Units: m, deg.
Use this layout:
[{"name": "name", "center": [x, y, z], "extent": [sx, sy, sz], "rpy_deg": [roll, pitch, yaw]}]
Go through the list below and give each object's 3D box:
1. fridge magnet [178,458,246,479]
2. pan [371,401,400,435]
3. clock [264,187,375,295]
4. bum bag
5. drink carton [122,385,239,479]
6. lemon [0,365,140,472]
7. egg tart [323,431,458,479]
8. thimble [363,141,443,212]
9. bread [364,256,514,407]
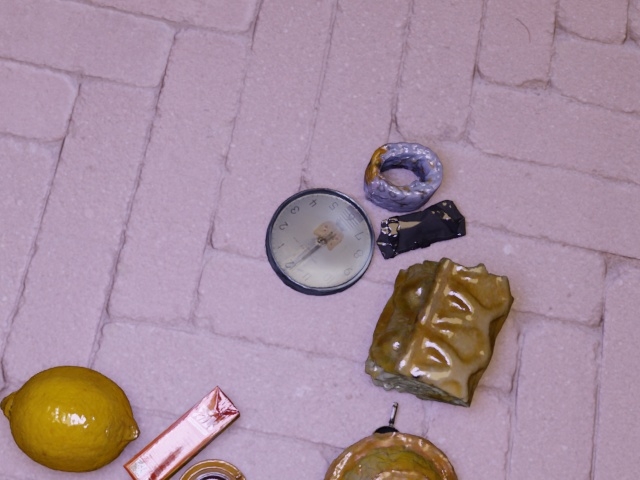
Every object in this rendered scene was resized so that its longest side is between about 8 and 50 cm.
[{"name": "fridge magnet", "center": [-0.199, 0.475, 1.570], "extent": [0.143, 0.063, 0.143], "rpy_deg": [2, 75, -8]}, {"name": "pan", "center": [0.133, 0.370, 1.651], "extent": [0.068, 0.023, 0.115], "rpy_deg": [15, 76, 0]}, {"name": "clock", "center": [0.000, 0.000, 1.736], "extent": [0.226, 0.049, 0.226], "rpy_deg": [2, 73, -6]}, {"name": "bum bag", "center": [0.208, -0.023, 1.752], "extent": [0.197, 0.049, 0.087], "rpy_deg": [-17, 99, -11]}, {"name": "drink carton", "center": [-0.253, 0.370, 1.578], "extent": [0.223, 0.096, 0.071], "rpy_deg": [-39, 80, -14]}, {"name": "lemon", "center": [-0.446, 0.319, 1.529], "extent": [0.256, 0.188, 0.188], "rpy_deg": [14, 73, 3]}, {"name": "egg tart", "center": [0.131, 0.494, 1.561], "extent": [0.288, 0.118, 0.288], "rpy_deg": [1, 86, -7]}, {"name": "thimble", "center": [0.167, -0.128, 1.752], "extent": [0.151, 0.118, 0.127], "rpy_deg": [11, 73, -3]}, {"name": "bread", "center": [0.219, 0.176, 1.628], "extent": [0.196, 0.238, 0.252], "rpy_deg": [34, 63, -34]}]
